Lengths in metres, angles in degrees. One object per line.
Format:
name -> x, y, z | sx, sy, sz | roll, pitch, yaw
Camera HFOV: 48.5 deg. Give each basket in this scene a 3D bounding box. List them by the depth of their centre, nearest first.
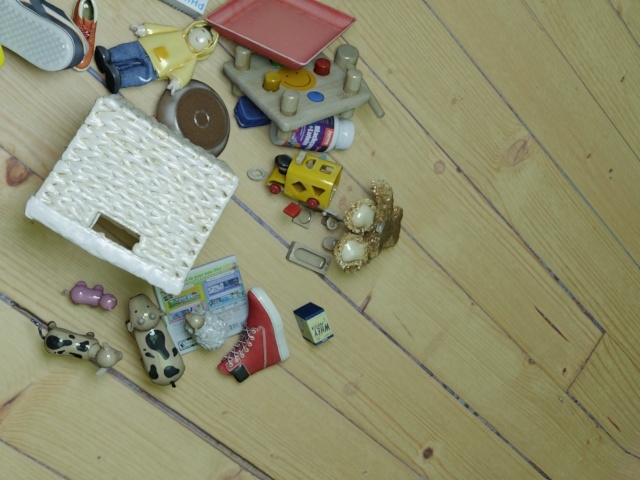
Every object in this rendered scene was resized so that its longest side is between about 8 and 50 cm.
basket -> -0.364, -0.106, 1.446 | 0.328, 0.331, 0.266 | 32, 93, -15

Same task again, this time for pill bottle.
pill bottle -> -0.019, -0.276, 1.758 | 0.194, 0.108, 0.108 | 5, 94, -27

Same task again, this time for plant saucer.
plant saucer -> -0.087, -0.487, 1.619 | 0.258, 0.259, 0.047 | -51, 163, -41
plant saucer -> -0.280, -0.277, 1.636 | 0.199, 0.036, 0.198 | 3, 86, -43

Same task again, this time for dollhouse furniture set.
dollhouse furniture set -> 0.000, 0.000, 1.796 | 0.144, 0.123, 0.151 | 25, 86, -27

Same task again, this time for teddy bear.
teddy bear -> 0.109, -0.030, 1.781 | 0.338, 0.113, 0.245 | -41, 140, -59

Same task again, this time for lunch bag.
lunch bag -> -0.161, -0.308, 1.707 | 0.099, 0.065, 0.067 | -11, 76, -23

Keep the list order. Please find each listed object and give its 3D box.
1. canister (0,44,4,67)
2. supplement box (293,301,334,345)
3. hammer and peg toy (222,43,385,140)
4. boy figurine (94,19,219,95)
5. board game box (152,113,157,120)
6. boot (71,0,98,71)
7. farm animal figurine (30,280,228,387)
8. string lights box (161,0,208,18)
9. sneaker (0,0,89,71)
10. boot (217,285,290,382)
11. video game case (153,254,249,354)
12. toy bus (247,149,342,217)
canister -> -0.714, -0.375, 1.376 | 0.170, 0.073, 0.126 | -11, 103, 11
supplement box -> -0.019, 0.215, 1.837 | 0.056, 0.083, 0.083 | -26, 109, -20
hammer and peg toy -> -0.009, -0.380, 1.660 | 0.361, 0.266, 0.127 | -24, 147, -31
boy figurine -> -0.344, -0.408, 1.579 | 0.285, 0.092, 0.177 | -24, 84, -24
board game box -> -0.367, -0.186, 1.634 | 0.147, 0.045, 0.193 | -32, 109, -19
boot -> -0.505, -0.440, 1.512 | 0.059, 0.085, 0.157 | 3, 97, -28
farm animal figurine -> -0.408, 0.203, 1.578 | 0.330, 0.172, 0.326 | -40, 110, -11
string lights box -> -0.285, -0.650, 1.595 | 0.133, 0.077, 0.259 | 22, 87, -28
sneaker -> -0.619, -0.452, 1.441 | 0.321, 0.127, 0.126 | 37, 109, -2
boot -> -0.181, 0.238, 1.735 | 0.176, 0.088, 0.244 | -25, 128, -19
video game case -> -0.281, 0.157, 1.735 | 0.213, 0.023, 0.193 | -19, 105, -22
toy bus -> -0.047, -0.163, 1.703 | 0.202, 0.191, 0.104 | -16, 144, -23
